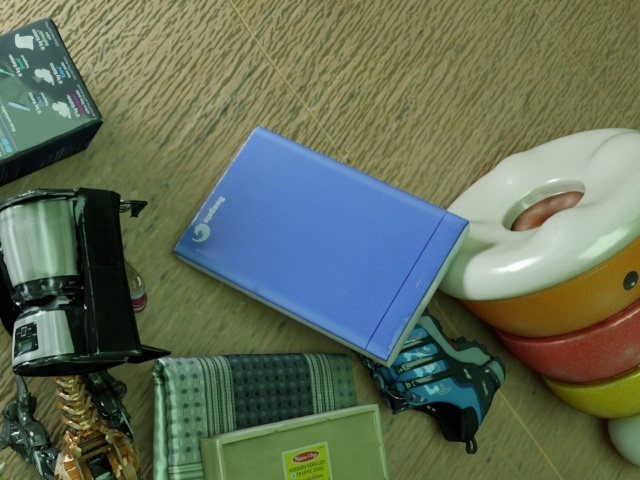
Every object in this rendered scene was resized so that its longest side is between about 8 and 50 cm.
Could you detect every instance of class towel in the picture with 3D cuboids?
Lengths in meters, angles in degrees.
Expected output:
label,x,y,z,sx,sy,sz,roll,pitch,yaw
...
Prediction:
label,x,y,z,sx,sy,sz,roll,pitch,yaw
towel,-0.072,0.304,1.415,0.312,0.056,0.324,3,79,-41

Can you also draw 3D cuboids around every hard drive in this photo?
label,x,y,z,sx,sy,sz,roll,pitch,yaw
hard drive,0.000,0.000,1.443,0.319,0.040,0.210,26,72,20

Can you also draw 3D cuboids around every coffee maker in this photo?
label,x,y,z,sx,sy,sz,roll,pitch,yaw
coffee maker,-0.239,0.043,1.152,0.171,0.120,0.178,-6,79,-26

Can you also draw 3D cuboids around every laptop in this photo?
label,x,y,z,sx,sy,sz,roll,pitch,yaw
laptop,-0.308,0.046,1.318,0.137,0.234,0.264,-24,89,-21

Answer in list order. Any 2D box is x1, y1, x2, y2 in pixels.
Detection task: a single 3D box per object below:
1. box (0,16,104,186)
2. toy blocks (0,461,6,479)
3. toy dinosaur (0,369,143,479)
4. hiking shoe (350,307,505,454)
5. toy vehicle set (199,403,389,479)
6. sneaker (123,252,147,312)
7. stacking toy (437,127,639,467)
label,x,y,z,sx,sy,sz,roll,pitch,yaw
box,-0.418,-0.134,1.345,0.270,0.165,0.143,-28,91,-21
toy blocks,-0.380,0.357,1.337,0.123,0.054,0.148,-37,94,-13
toy dinosaur,-0.259,0.247,1.305,0.164,0.218,0.322,-4,125,-34
hiking shoe,0.108,0.159,1.494,0.304,0.113,0.132,29,63,-12
toy vehicle set,-0.021,0.305,1.398,0.267,0.035,0.166,-4,84,-42
sneaker,-0.258,0.041,1.443,0.042,0.067,0.118,-26,60,-18
stacking toy,0.393,0.118,1.547,0.350,0.350,0.480,-40,113,-20
